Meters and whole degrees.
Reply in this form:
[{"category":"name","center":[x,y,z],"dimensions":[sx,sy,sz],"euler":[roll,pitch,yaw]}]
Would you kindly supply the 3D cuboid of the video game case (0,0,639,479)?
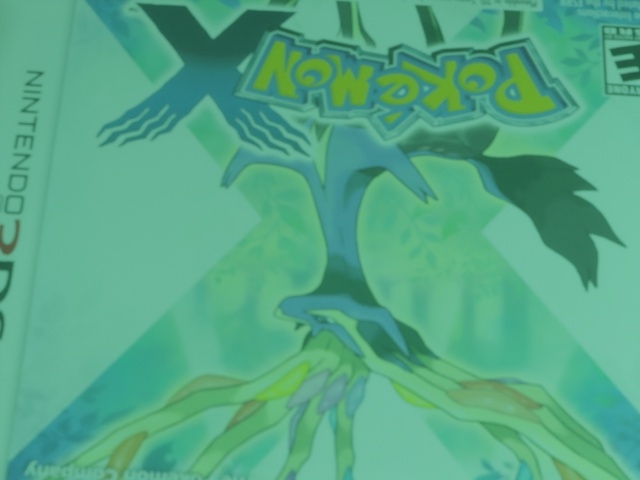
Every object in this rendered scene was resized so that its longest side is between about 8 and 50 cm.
[{"category":"video game case","center":[0.000,0.000,0.817],"dimensions":[0.329,0.036,0.300],"euler":[4,57,-1]}]
